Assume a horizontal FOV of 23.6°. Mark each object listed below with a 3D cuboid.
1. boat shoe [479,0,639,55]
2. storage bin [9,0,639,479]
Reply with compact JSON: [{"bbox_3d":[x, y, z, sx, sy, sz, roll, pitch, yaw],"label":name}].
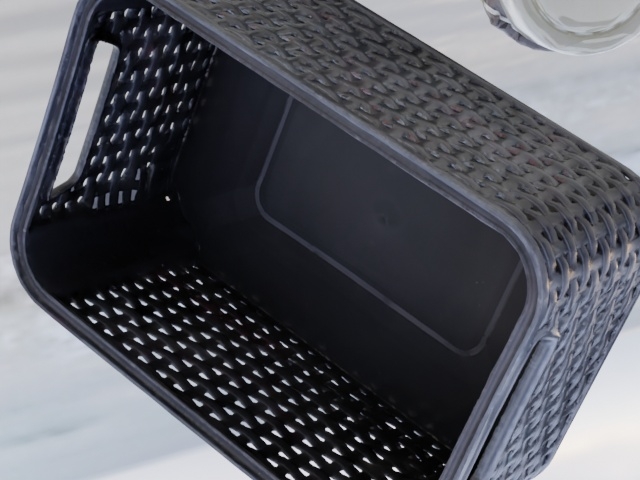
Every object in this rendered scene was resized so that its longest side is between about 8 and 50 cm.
[{"bbox_3d":[0.093,-0.251,0.733,0.116,0.324,0.097,-14,-168,-9],"label":"boat shoe"},{"bbox_3d":[0.000,0.000,0.489,0.084,0.180,0.122,-18,137,-52],"label":"storage bin"}]
